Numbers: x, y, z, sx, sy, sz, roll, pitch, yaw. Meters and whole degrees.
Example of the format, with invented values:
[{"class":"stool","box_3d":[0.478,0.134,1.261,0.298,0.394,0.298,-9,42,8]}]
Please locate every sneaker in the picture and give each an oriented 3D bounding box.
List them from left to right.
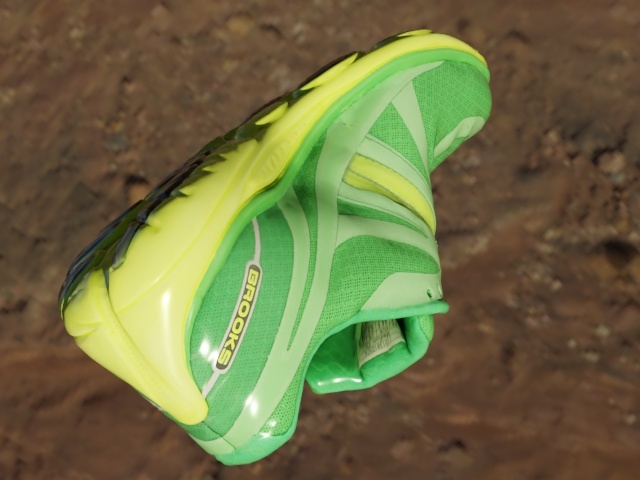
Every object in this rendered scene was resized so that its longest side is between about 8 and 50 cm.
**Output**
[{"class":"sneaker","box_3d":[0.000,0.000,0.717,0.109,0.123,0.295,-29,9,38]}]
